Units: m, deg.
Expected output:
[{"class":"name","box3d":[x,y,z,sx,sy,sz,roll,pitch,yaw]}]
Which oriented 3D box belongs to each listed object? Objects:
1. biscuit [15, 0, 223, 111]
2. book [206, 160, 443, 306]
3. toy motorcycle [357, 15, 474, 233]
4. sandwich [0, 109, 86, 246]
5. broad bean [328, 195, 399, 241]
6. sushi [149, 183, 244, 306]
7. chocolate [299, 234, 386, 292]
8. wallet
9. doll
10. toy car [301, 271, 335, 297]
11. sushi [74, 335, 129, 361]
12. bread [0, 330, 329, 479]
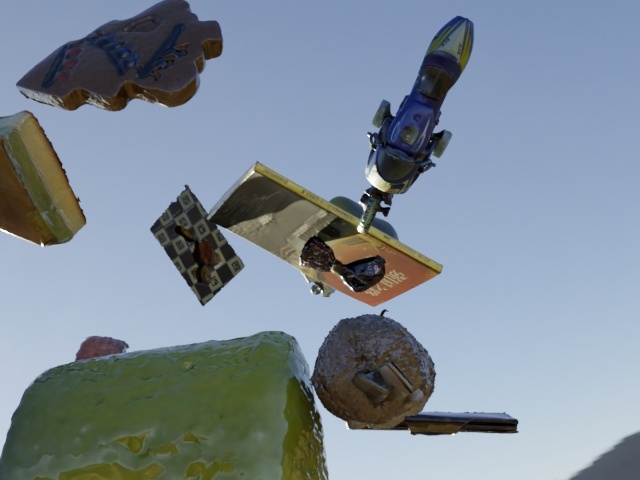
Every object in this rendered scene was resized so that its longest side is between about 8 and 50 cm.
[{"class":"biscuit","box3d":[-0.284,-0.254,1.369,0.301,0.278,0.043,-17,-49,-4]},{"class":"book","box3d":[0.000,0.000,1.728,0.373,0.028,0.262,29,-27,-13]},{"class":"toy motorcycle","box3d":[0.128,-0.156,1.334,0.315,0.113,0.169,-64,-1,-7]},{"class":"sandwich","box3d":[-0.514,-0.086,1.583,0.186,0.108,0.220,-6,-58,27]},{"class":"broad bean","box3d":[0.079,-0.011,1.880,0.174,0.124,0.082,26,-57,-27]},{"class":"sushi","box3d":[-0.231,0.007,1.855,0.139,0.201,0.031,-42,-14,30]},{"class":"chocolate","box3d":[0.037,0.043,1.671,0.070,0.147,0.072,-3,-70,-61]},{"class":"wallet","box3d":[0.146,0.247,1.313,0.232,0.031,0.122,2,-6,2]},{"class":"doll","box3d":[0.046,0.125,0.896,0.105,0.115,0.221,-20,-7,11]},{"class":"toy car","box3d":[-0.031,0.045,2.269,0.056,0.205,0.095,-32,10,15]},{"class":"sushi","box3d":[-0.423,0.282,1.827,0.107,0.241,0.161,8,-58,2]},{"class":"bread","box3d":[-0.144,0.270,0.975,0.307,0.348,0.348,-4,-24,-2]}]
